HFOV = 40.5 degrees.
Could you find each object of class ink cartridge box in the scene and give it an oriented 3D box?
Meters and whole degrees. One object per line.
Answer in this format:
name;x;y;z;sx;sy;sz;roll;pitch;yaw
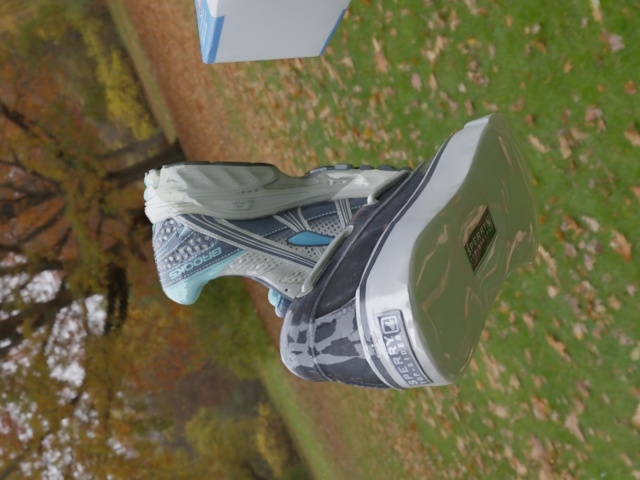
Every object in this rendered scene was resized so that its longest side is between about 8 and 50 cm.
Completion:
ink cartridge box;-0.058;-0.347;0.785;0.223;0.129;0.307;138;124;-76

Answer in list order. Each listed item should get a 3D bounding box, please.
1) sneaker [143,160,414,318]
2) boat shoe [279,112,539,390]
sneaker;0.000;0.000;0.710;0.110;0.283;0.122;-168;77;-81
boat shoe;0.067;0.001;0.562;0.301;0.102;0.108;-49;-59;-54
